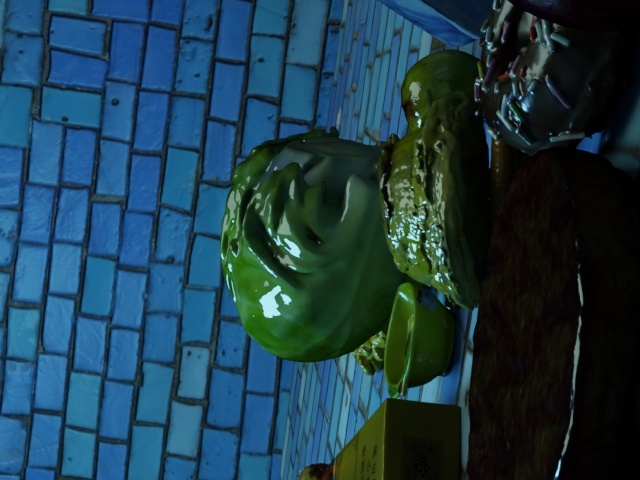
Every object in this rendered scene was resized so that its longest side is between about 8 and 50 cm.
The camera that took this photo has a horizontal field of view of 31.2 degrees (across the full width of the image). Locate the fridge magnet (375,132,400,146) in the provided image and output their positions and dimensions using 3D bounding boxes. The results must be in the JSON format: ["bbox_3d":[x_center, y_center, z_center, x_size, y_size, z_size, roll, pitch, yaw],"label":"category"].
[{"bbox_3d":[0.125,-0.134,2.185,0.143,0.063,0.143,-175,90,-86],"label":"fridge magnet"}]

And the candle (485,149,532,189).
[{"bbox_3d":[0.228,-0.088,1.347,0.131,0.051,0.052,106,169,-57],"label":"candle"}]

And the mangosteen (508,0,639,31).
[{"bbox_3d":[0.201,-0.306,0.816,0.297,0.293,0.297,-41,38,43],"label":"mangosteen"}]

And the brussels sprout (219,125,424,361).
[{"bbox_3d":[0.006,0.018,1.881,0.425,0.342,0.361,-99,14,-74],"label":"brussels sprout"}]

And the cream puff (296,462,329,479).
[{"bbox_3d":[0.008,0.529,2.102,0.240,0.163,0.240,20,-90,-89],"label":"cream puff"}]

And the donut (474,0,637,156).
[{"bbox_3d":[0.235,-0.211,1.150,0.269,0.103,0.270,-169,90,-79],"label":"donut"}]

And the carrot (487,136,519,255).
[{"bbox_3d":[0.210,-0.022,1.305,0.043,0.043,0.248,-103,9,-70],"label":"carrot"}]

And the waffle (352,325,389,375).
[{"bbox_3d":[0.098,0.110,2.156,0.260,0.069,0.293,-99,16,-70],"label":"waffle"}]

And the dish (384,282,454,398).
[{"bbox_3d":[0.148,0.147,1.654,0.208,0.080,0.149,-88,12,-45],"label":"dish"}]

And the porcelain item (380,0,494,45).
[{"bbox_3d":[0.150,-0.370,1.496,0.178,0.242,0.405,-55,16,13],"label":"porcelain item"}]

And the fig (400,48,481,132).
[{"bbox_3d":[0.171,-0.200,1.636,0.153,0.120,0.136,106,164,-51],"label":"fig"}]

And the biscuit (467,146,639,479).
[{"bbox_3d":[0.220,0.115,1.070,0.407,0.091,0.408,-175,90,-86],"label":"biscuit"}]

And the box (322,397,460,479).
[{"bbox_3d":[0.088,0.414,1.667,0.415,0.115,0.265,114,161,-61],"label":"box"}]

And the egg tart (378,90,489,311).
[{"bbox_3d":[0.143,-0.046,1.404,0.294,0.123,0.294,-4,-90,-74],"label":"egg tart"}]
